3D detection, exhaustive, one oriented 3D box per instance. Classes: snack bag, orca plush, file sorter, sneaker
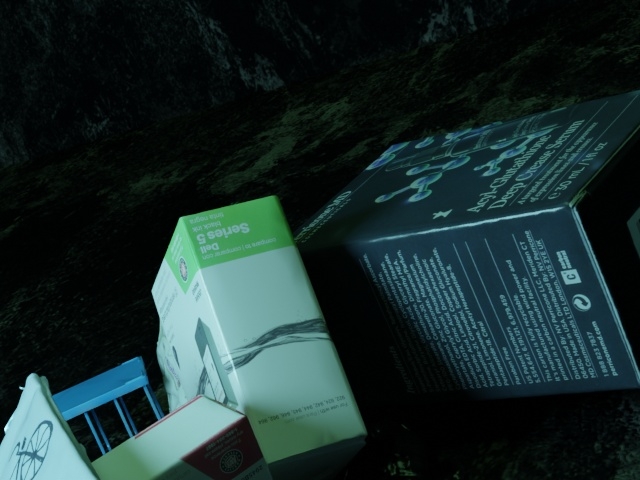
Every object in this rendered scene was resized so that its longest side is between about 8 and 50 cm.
[{"bbox_3d":[-0.284,0.313,1.374,0.323,0.037,0.342,-67,23,3],"label":"snack bag"},{"bbox_3d":[0.052,0.240,1.529,0.151,0.102,0.287,-15,19,21],"label":"orca plush"},{"bbox_3d":[-0.280,0.236,1.915,0.170,0.104,0.118,-24,10,-6],"label":"file sorter"},{"bbox_3d":[-0.156,0.172,1.893,0.114,0.152,0.305,-23,19,-9],"label":"sneaker"}]

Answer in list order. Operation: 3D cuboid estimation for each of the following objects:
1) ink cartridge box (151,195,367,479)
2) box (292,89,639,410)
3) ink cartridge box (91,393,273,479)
[{"bbox_3d":[-0.070,0.123,1.585,0.114,0.273,0.198,-13,-20,-21],"label":"ink cartridge box"},{"bbox_3d":[0.199,0.013,1.664,0.395,0.212,0.293,-11,22,39],"label":"box"},{"bbox_3d":[-0.113,0.280,1.420,0.158,0.218,0.092,-32,25,-27],"label":"ink cartridge box"}]
